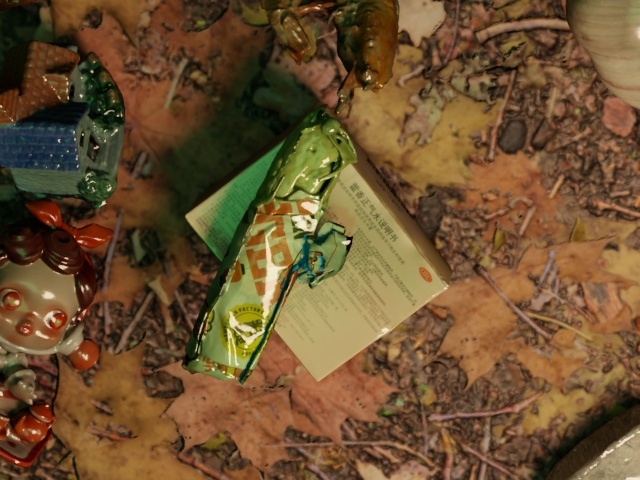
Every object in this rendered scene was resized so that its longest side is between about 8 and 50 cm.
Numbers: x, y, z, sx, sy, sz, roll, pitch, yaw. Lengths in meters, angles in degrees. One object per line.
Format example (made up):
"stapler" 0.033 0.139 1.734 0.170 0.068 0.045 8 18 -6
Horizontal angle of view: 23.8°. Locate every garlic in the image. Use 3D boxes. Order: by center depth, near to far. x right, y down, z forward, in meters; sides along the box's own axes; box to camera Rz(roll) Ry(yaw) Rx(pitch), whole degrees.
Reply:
"garlic" 0.285 -0.238 1.375 0.253 0.245 0.245 14 108 41

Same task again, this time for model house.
"model house" -0.255 -0.122 1.424 0.119 0.148 0.148 6 78 7

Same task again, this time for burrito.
"burrito" -0.034 0.017 1.411 0.104 0.054 0.288 25 103 -2

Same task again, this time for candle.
"candle" 0.316 0.250 1.527 0.192 0.068 0.168 4 102 0

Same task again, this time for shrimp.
"shrimp" 0.010 -0.199 1.409 0.132 0.187 0.051 -1 146 -9

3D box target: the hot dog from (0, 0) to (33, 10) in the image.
"hot dog" -0.295 -0.276 1.456 0.147 0.065 0.099 -14 111 6

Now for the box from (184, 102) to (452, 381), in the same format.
"box" 0.000 0.000 1.480 0.168 0.095 0.212 -36 98 13

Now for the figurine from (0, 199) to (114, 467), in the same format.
"figurine" -0.293 0.069 1.503 0.183 0.160 0.226 34 96 -5
